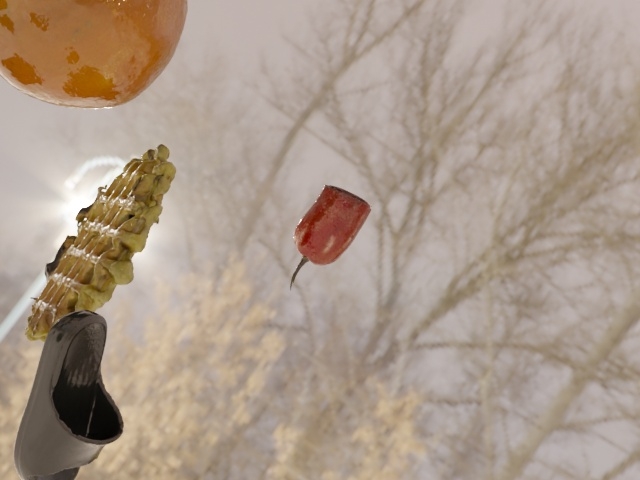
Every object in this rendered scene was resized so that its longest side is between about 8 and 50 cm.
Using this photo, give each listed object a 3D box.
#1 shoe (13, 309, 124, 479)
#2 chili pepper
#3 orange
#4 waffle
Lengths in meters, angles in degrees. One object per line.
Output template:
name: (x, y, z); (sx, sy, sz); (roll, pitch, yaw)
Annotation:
shoe: (-0.282, 0.204, 1.498); (0.093, 0.241, 0.108); (25, 22, 28)
chili pepper: (0.000, 0.000, 2.079); (0.086, 0.192, 0.084); (38, 8, 34)
orange: (-0.341, -0.336, 1.819); (0.312, 0.312, 0.312); (32, -16, 10)
waffle: (-0.313, 0.007, 1.833); (0.060, 0.312, 0.307); (37, -43, -22)
